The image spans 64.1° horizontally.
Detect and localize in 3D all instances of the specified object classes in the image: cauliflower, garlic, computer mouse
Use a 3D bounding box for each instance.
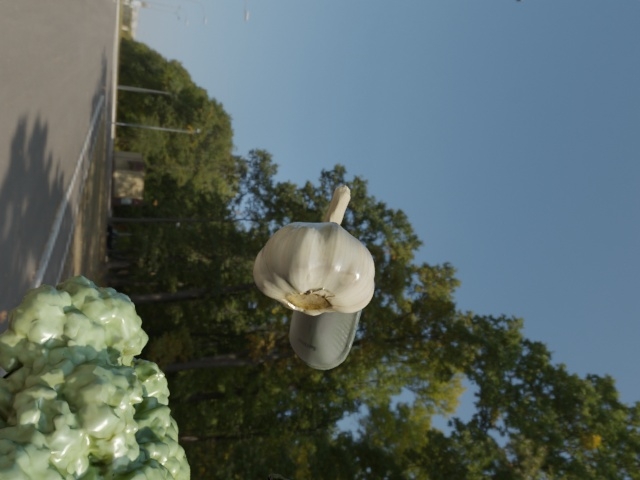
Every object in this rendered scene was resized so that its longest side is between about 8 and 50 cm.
[{"bbox_3d":[-0.229,0.186,0.352,0.260,0.280,0.327,-27,-120,53],"label":"cauliflower"},{"bbox_3d":[0.000,0.000,0.839,0.199,0.199,0.226,138,-32,-62],"label":"garlic"},{"bbox_3d":[0.014,0.172,1.334,0.197,0.095,0.331,17,-84,32],"label":"computer mouse"}]

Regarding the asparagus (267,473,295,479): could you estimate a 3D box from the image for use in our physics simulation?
[{"bbox_3d":[0.041,0.323,0.433,0.287,0.080,0.080,58,-38,36],"label":"asparagus"}]
